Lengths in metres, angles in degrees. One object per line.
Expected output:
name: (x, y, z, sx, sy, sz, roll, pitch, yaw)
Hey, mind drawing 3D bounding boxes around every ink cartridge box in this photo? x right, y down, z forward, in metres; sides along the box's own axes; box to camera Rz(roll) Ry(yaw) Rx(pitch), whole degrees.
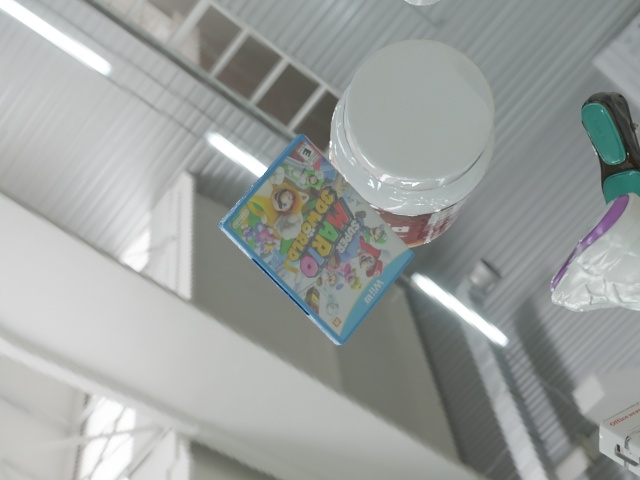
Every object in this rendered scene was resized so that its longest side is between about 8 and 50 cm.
ink cartridge box: (0.514, 0.316, 1.621, 0.099, 0.056, 0.135, -20, -151, -27)

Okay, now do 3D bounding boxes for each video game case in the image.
video game case: (0.000, 0.000, 0.983, 0.166, 0.119, 0.015, 46, 161, -19)

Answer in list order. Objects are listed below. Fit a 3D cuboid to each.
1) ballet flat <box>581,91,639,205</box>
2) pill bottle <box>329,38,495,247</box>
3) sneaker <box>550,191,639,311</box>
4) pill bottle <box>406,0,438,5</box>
ballet flat: (0.397, -0.101, 1.364, 0.074, 0.074, 0.203, -66, -45, -71)
pill bottle: (0.124, -0.128, 1.495, 0.224, 0.224, 0.392, 43, 172, 8)
sneaker: (0.354, 0.049, 1.202, 0.152, 0.114, 0.305, 36, 174, 11)
pill bottle: (0.164, -0.503, 1.748, 0.124, 0.124, 0.221, 52, 168, 31)
